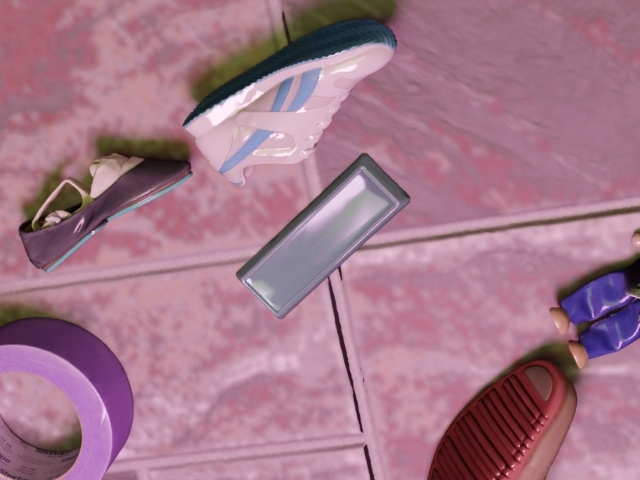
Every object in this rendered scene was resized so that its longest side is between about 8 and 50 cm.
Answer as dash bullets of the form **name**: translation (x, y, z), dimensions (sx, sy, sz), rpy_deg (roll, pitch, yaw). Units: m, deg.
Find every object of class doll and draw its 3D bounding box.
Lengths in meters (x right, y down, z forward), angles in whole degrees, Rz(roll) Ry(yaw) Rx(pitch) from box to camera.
- **doll**: translation (0.321, 0.056, 1.743), dimensions (0.189, 0.046, 0.129), rpy_deg (-28, 92, 13)

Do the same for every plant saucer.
- **plant saucer**: translation (0.000, 0.000, 1.806), dimensions (0.067, 0.018, 0.192), rpy_deg (45, 110, -6)

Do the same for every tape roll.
- **tape roll**: translation (-0.296, 0.181, 1.897), dimensions (0.189, 0.080, 0.189), rpy_deg (4, 109, 11)

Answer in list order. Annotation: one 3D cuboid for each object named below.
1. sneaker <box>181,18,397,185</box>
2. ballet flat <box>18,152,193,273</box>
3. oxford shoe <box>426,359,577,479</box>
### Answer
- **sneaker**: translation (-0.017, -0.134, 1.733), dimensions (0.228, 0.087, 0.092), rpy_deg (-26, 109, 26)
- **ballet flat**: translation (-0.222, -0.041, 1.811), dimensions (0.203, 0.074, 0.074), rpy_deg (-32, 100, 22)
- **oxford shoe**: translation (0.175, 0.274, 1.833), dimensions (0.130, 0.123, 0.348), rpy_deg (20, 113, -24)
